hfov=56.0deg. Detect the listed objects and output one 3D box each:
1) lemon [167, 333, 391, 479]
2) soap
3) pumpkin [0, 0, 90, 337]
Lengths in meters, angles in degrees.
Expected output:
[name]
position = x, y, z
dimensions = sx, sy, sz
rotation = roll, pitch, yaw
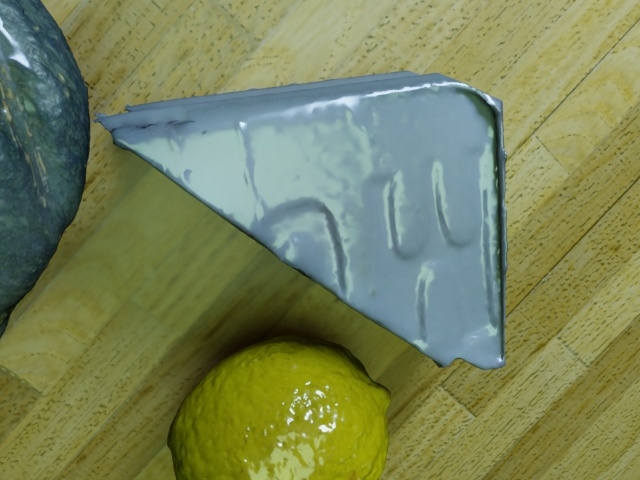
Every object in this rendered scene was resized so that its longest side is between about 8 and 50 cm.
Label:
[lemon]
position = -0.035, 0.175, 0.531
dimensions = 0.193, 0.180, 0.180
rotation = -39, 110, 24
[soap]
position = 0.000, 0.000, 0.504
dimensions = 0.302, 0.159, 0.258
rotation = -8, 109, -8
[pumpkin]
position = -0.302, -0.046, 0.367
dimensions = 0.257, 0.291, 0.328
rotation = 25, 88, -44
